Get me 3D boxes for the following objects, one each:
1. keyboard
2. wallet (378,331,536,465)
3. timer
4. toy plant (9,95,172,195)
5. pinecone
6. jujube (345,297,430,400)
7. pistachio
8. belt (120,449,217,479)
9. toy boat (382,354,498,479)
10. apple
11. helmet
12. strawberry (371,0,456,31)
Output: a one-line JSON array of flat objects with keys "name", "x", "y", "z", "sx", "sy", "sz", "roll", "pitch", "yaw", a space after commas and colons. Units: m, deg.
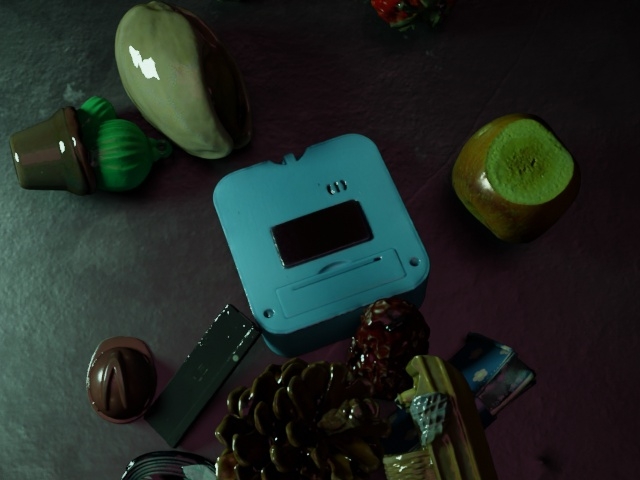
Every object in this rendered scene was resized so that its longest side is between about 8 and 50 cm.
[{"name": "keyboard", "x": -0.144, "y": 0.167, "z": 1.053, "sx": 0.060, "sy": 0.018, "sz": 0.195, "roll": 41, "pitch": 104, "yaw": 14}, {"name": "wallet", "x": 0.152, "y": 0.200, "z": 1.028, "sx": 0.202, "sy": 0.141, "sz": 0.059, "roll": -42, "pitch": 106, "yaw": -10}, {"name": "timer", "x": 0.000, "y": 0.000, "z": 1.120, "sx": 0.231, "sy": 0.091, "sz": 0.250, "roll": -19, "pitch": 66, "yaw": -5}, {"name": "toy plant", "x": -0.298, "y": -0.122, "z": 1.121, "sx": 0.200, "sy": 0.105, "sz": 0.143, "roll": -12, "pitch": 62, "yaw": -22}, {"name": "pinecone", "x": -0.013, "y": 0.221, "z": 0.983, "sx": 0.212, "sy": 0.168, "sz": 0.186, "roll": -36, "pitch": 69, "yaw": 30}, {"name": "jujube", "x": 0.087, "y": 0.129, "z": 1.034, "sx": 0.104, "sy": 0.166, "sz": 0.104, "roll": 6, "pitch": 53, "yaw": -8}, {"name": "pistachio", "x": -0.182, "y": -0.210, "z": 1.127, "sx": 0.238, "sy": 0.153, "sz": 0.137, "roll": 48, "pitch": 40, "yaw": 7}, {"name": "belt", "x": -0.176, "y": 0.307, "z": 1.036, "sx": 0.140, "sy": 0.058, "sz": 0.105, "roll": 6, "pitch": 80, "yaw": 0}, {"name": "toy boat", "x": 0.130, "y": 0.276, "z": 0.901, "sx": 0.115, "sy": 0.089, "sz": 0.310, "roll": -13, "pitch": 80, "yaw": -5}, {"name": "apple", "x": 0.248, "y": -0.084, "z": 1.082, "sx": 0.147, "sy": 0.163, "sz": 0.146, "roll": -43, "pitch": 89, "yaw": 5}, {"name": "helmet", "x": -0.254, "y": 0.170, "z": 1.068, "sx": 0.089, "sy": 0.057, "sz": 0.111, "roll": -6, "pitch": 77, "yaw": 0}, {"name": "strawberry", "x": 0.125, "y": -0.363, "z": 1.174, "sx": 0.131, "sy": 0.131, "sz": 0.148, "roll": -3, "pitch": 75, "yaw": -2}]
